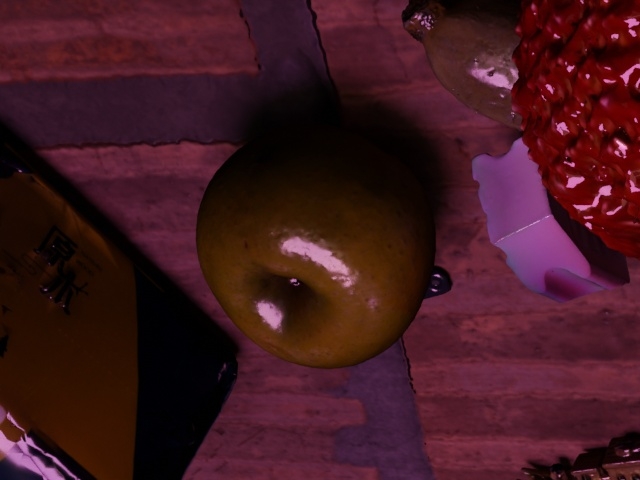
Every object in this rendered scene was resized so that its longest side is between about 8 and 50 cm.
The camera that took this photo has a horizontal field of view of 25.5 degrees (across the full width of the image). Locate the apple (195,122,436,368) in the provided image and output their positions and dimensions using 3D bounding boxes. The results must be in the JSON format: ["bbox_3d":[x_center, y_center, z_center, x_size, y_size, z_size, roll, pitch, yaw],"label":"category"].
[{"bbox_3d":[0.000,0.000,1.111,0.196,0.157,0.196,11,131,13],"label":"apple"}]

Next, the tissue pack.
[{"bbox_3d":[-0.316,0.095,1.238,0.416,0.264,0.253,45,131,-17],"label":"tissue pack"}]

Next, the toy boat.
[{"bbox_3d":[0.274,0.211,1.253,0.206,0.064,0.072,-9,110,26],"label":"toy boat"}]

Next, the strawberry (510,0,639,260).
[{"bbox_3d":[0.207,-0.121,0.844,0.258,0.261,0.261,29,132,2],"label":"strawberry"}]

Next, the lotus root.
[{"bbox_3d":[0.141,-0.125,1.008,0.183,0.077,0.090,23,132,-1],"label":"lotus root"}]

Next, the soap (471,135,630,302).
[{"bbox_3d":[0.178,-0.009,1.064,0.056,0.100,0.149,-22,155,28],"label":"soap"}]

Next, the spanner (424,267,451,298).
[{"bbox_3d":[0.026,0.063,1.253,0.209,0.012,0.046,-19,120,31],"label":"spanner"}]
